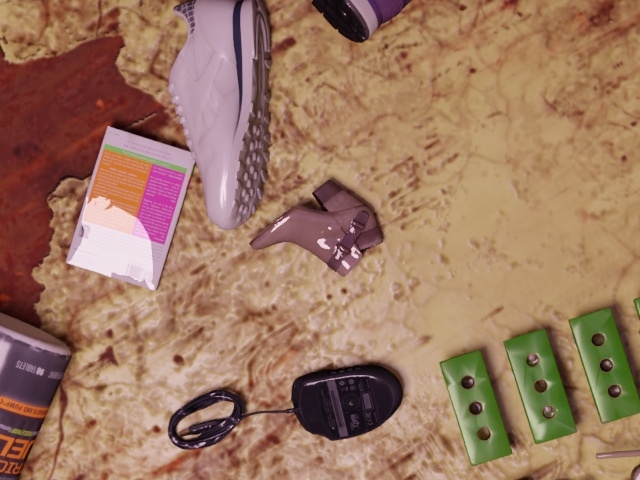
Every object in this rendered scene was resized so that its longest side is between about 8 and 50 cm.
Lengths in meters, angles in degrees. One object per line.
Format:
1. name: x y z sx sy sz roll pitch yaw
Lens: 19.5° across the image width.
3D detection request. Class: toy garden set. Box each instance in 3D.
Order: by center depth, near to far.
1. toy garden set: 0.263 0.179 1.845 0.244 0.049 0.204 -17 86 2

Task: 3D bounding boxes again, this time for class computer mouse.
1. computer mouse: -0.036 0.168 1.868 0.242 0.041 0.071 -9 105 8

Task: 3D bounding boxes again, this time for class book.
1. book: -0.189 -0.032 1.879 0.096 0.035 0.144 18 90 0

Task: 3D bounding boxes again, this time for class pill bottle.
1. pill bottle: -0.349 0.194 1.833 0.130 0.130 0.246 24 91 3

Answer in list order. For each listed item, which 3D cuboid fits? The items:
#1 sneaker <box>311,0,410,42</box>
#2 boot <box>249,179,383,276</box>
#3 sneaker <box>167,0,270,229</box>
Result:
1. sneaker: -0.008 -0.338 1.855 0.124 0.107 0.283 -41 91 -13
2. boot: 0.000 0.000 1.864 0.118 0.042 0.087 -37 89 2
3. sneaker: -0.103 -0.126 1.857 0.094 0.090 0.235 1 82 11
